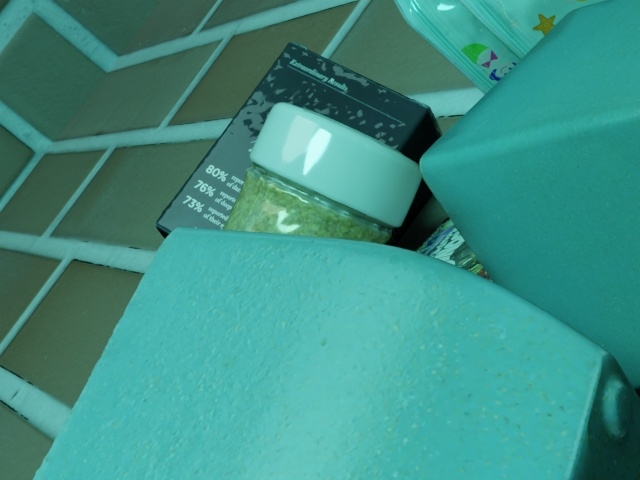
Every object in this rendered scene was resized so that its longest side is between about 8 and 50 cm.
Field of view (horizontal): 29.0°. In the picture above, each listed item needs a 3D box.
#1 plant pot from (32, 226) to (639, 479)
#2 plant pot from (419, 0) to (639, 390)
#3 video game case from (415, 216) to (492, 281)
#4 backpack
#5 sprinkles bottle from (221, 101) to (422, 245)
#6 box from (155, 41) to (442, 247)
[{"bbox_3d":[0.037,0.153,0.601,0.252,0.247,0.248,-4,47,37],"label":"plant pot"},{"bbox_3d":[0.207,-0.039,0.607,0.166,0.165,0.234,-44,16,-30],"label":"plant pot"},{"bbox_3d":[0.115,0.019,0.814,0.232,0.042,0.210,-44,13,-33],"label":"video game case"},{"bbox_3d":[0.165,-0.210,0.929,0.191,0.225,0.253,-41,22,23],"label":"backpack"},{"bbox_3d":[-0.052,0.082,0.899,0.355,0.121,0.121,-65,22,3],"label":"sprinkles bottle"},{"bbox_3d":[-0.011,-0.040,1.055,0.153,0.108,0.207,31,77,27],"label":"box"}]
